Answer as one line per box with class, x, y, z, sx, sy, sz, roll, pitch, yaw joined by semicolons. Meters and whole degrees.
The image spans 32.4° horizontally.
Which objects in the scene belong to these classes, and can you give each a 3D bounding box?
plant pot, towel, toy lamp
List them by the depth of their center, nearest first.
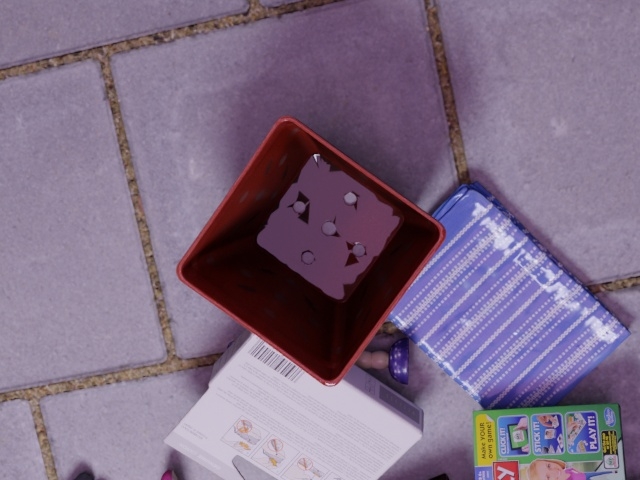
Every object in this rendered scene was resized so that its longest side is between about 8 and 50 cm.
plant pot;0.000;0.000;1.554;0.267;0.236;0.267;36;101;2
towel;0.259;0.105;1.638;0.336;0.040;0.243;43;102;-1
toy lamp;-0.004;0.180;1.665;0.274;0.080;0.080;2;99;5

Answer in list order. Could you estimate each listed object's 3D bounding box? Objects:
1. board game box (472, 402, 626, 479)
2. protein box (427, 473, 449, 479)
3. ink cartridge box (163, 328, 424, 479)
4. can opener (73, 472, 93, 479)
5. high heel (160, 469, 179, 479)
board game box;0.330;0.397;1.566;0.213;0.046;0.317;-6;71;17
protein box;0.139;0.497;1.663;0.199;0.136;0.201;-23;95;10
ink cartridge box;-0.040;0.274;1.638;0.296;0.066;0.261;35;116;-13
can opener;-0.444;0.502;1.758;0.076;0.095;0.283;38;101;0
high heel;-0.270;0.476;1.741;0.117;0.082;0.244;-1;111;-2
